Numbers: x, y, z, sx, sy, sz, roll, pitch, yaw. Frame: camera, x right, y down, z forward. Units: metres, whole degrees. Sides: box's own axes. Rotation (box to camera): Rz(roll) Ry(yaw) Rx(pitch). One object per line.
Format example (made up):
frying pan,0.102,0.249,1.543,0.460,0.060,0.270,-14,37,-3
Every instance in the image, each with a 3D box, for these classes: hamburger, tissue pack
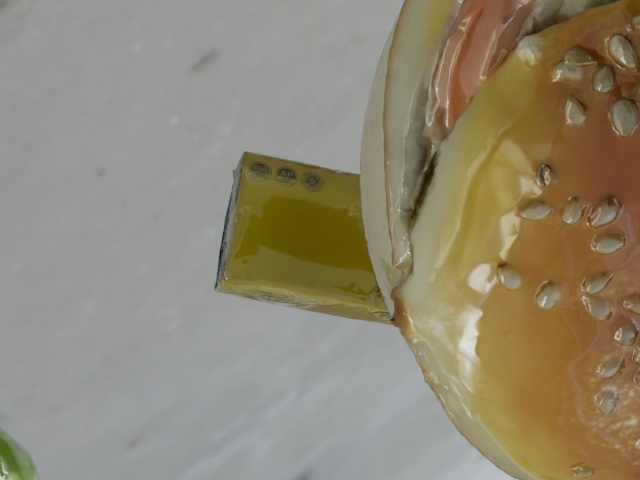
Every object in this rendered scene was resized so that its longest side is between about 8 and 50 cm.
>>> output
hamburger,0.113,-0.019,0.574,0.237,0.237,0.147,-36,-160,-17
tissue pack,0.000,0.000,1.456,0.082,0.169,0.120,144,-44,-73

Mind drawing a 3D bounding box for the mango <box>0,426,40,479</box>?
mango,-0.222,0.152,1.022,0.100,0.119,0.178,-3,170,17
